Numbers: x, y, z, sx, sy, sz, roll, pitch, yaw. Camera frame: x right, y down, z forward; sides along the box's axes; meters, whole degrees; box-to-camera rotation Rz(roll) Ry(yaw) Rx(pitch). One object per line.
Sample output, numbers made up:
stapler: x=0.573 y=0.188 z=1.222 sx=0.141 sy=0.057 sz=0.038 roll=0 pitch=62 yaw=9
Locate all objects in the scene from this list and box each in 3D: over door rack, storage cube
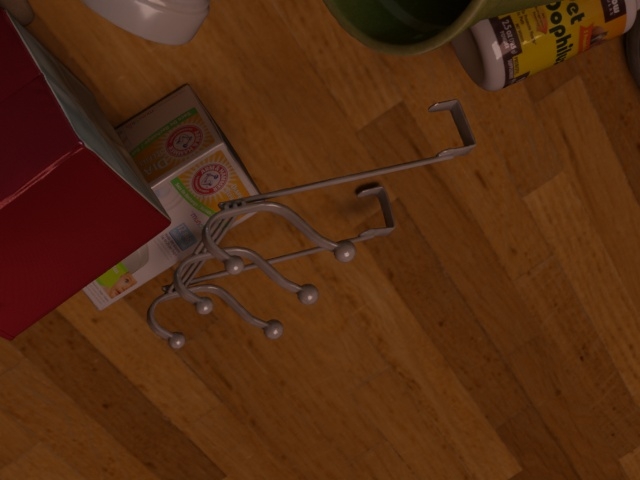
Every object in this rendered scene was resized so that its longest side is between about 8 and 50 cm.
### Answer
over door rack: x=0.000 y=0.000 z=1.586 sx=0.324 sy=0.108 sz=0.239 roll=-26 pitch=169 yaw=-29
storage cube: x=-0.284 y=-0.056 z=1.411 sx=0.193 sy=0.184 sz=0.215 roll=-35 pitch=151 yaw=3

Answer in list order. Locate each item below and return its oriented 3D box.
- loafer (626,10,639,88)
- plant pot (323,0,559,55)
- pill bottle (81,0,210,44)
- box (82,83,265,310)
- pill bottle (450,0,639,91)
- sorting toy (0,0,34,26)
loafer: x=0.401 y=-0.239 z=1.718 sx=0.112 sy=0.111 sz=0.319 roll=-27 pitch=137 yaw=-6
plant pot: x=0.163 y=-0.313 z=1.433 sx=0.254 sy=0.276 sz=0.276 roll=-8 pitch=133 yaw=-38
pill bottle: x=-0.101 y=-0.316 z=1.325 sx=0.162 sy=0.162 sz=0.278 roll=14 pitch=120 yaw=-38
box: x=-0.176 y=-0.043 z=1.570 sx=0.203 sy=0.103 sz=0.114 roll=-32 pitch=138 yaw=-1
pill bottle: x=0.244 y=-0.246 z=1.618 sx=0.215 sy=0.117 sz=0.117 roll=-25 pitch=136 yaw=-8
sorting toy: x=-0.422 y=-0.192 z=1.340 sx=0.307 sy=0.041 sz=0.229 roll=-30 pitch=137 yaw=-3
